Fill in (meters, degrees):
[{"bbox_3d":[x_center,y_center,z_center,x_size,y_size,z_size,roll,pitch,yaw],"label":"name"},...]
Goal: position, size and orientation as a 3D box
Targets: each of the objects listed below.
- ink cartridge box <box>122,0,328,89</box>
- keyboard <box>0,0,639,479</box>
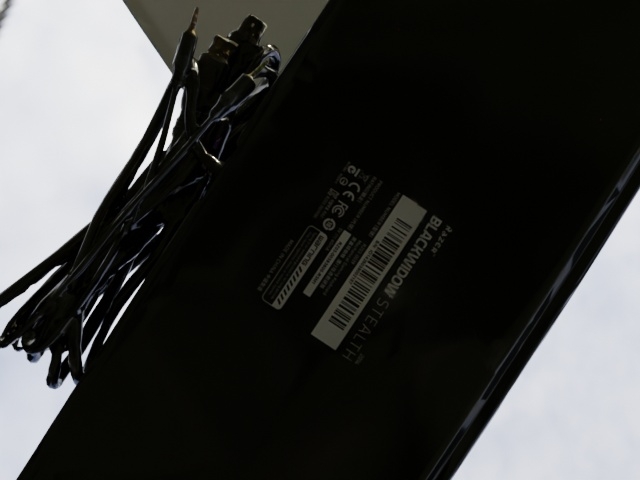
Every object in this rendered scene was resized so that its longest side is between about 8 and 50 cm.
[{"bbox_3d":[0.047,-0.105,0.601,0.171,0.233,0.168,-35,-93,12],"label":"ink cartridge box"},{"bbox_3d":[0.000,0.000,0.369,0.100,0.038,0.192,34,-91,4],"label":"keyboard"}]
